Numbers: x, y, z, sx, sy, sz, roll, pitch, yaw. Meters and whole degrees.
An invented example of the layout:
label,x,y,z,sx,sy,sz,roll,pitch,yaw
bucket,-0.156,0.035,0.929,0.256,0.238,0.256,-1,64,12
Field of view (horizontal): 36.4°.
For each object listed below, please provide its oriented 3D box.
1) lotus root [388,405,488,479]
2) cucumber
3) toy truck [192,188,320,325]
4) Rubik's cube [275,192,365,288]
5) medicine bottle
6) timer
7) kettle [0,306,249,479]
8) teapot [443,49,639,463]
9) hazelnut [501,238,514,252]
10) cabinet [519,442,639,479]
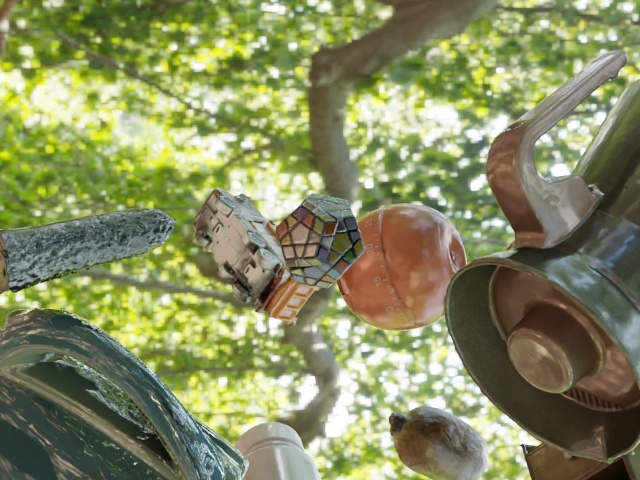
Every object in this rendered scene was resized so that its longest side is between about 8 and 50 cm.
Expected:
label,x,y,z,sx,sy,sz,roll,pitch,yaw
lotus root,0.242,0.426,2.047,0.128,0.260,0.145,-23,-137,52
cucumber,-0.257,0.003,1.062,0.067,0.245,0.067,9,-75,35
toy truck,-0.120,0.024,1.765,0.114,0.135,0.270,-53,-128,18
Rubik's cube,0.000,0.000,1.125,0.111,0.093,0.111,-7,-104,32
medicine bottle,-0.076,0.460,1.721,0.293,0.170,0.170,-114,-154,-62
timer,0.143,0.048,1.744,0.229,0.215,0.229,40,44,-53
kettle,-0.269,0.227,1.124,0.319,0.342,0.247,-49,180,36
teapot,0.284,-0.010,0.857,0.253,0.344,0.300,-5,-63,56
hazelnut,0.494,0.176,1.851,0.402,0.402,0.429,-108,-160,-45
cabinet,0.412,0.351,1.376,0.175,0.148,0.215,-47,-140,37
